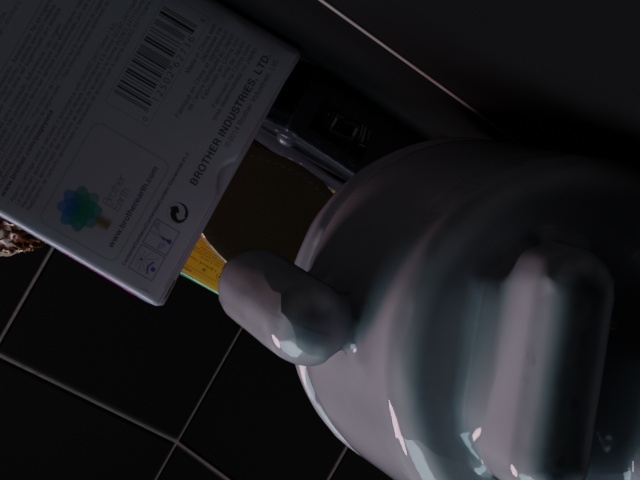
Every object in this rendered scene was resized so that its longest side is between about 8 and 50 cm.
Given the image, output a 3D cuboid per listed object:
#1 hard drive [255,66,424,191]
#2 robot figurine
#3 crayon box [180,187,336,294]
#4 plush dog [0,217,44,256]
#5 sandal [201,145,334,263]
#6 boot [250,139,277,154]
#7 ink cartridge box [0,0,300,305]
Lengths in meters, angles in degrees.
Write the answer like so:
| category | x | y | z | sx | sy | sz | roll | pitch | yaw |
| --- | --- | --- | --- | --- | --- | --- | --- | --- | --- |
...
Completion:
| category | x | y | z | sx | sy | sz | roll | pitch | yaw |
| --- | --- | --- | --- | --- | --- | --- | --- | --- | --- |
| hard drive | 0.021 | -0.063 | 1.358 | 0.254 | 0.054 | 0.172 | 32 | 176 | -43 |
| robot figurine | 0.100 | 0.048 | 1.019 | 0.299 | 0.200 | 0.353 | 11 | -177 | -17 |
| crayon box | 0.031 | 0.019 | 1.593 | 0.278 | 0.165 | 0.081 | 29 | 177 | 20 |
| plush dog | -0.209 | -0.093 | 1.389 | 0.210 | 0.225 | 0.262 | 31 | 177 | -26 |
| sandal | -0.003 | 0.006 | 1.347 | 0.240 | 0.088 | 0.079 | 25 | 173 | -19 |
| boot | -0.083 | -0.084 | 1.497 | 0.197 | 0.073 | 0.152 | 23 | -165 | 1 |
| ink cartridge box | -0.191 | -0.115 | 1.182 | 0.311 | 0.186 | 0.065 | 30 | 175 | -11 |
